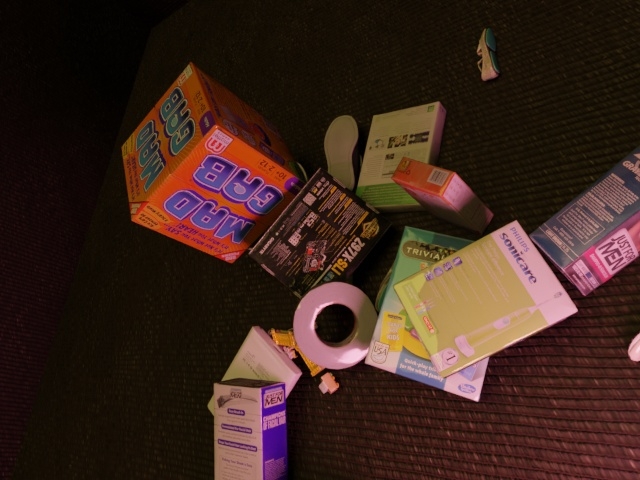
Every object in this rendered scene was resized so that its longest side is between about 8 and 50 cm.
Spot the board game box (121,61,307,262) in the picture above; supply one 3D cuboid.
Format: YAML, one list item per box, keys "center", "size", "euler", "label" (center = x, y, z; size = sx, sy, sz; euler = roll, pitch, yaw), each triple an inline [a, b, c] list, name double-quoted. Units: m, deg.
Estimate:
- center: [-0.324, -0.221, 1.458]
  size: [0.356, 0.356, 0.357]
  euler: [-43, 47, 17]
  label: "board game box"

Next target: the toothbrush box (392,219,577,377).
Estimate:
- center: [0.323, 0.125, 0.993]
  size: [0.283, 0.122, 0.206]
  euler: [-30, 68, 8]
  label: "toothbrush box"

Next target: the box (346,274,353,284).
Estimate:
- center: [0.045, 0.088, 1.432]
  size: [0.109, 0.042, 0.178]
  euler: [-9, 65, 38]
  label: "box"

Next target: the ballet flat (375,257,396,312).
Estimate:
- center: [0.203, 0.090, 1.252]
  size: [0.213, 0.072, 0.068]
  euler: [-59, 18, 1]
  label: "ballet flat"

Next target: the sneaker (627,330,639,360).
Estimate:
- center: [0.630, 0.176, 0.861]
  size: [0.161, 0.057, 0.075]
  euler: [-41, 42, 15]
  label: "sneaker"

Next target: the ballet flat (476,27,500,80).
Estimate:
- center: [0.461, -0.520, 1.363]
  size: [0.052, 0.057, 0.168]
  euler: [-23, 55, 43]
  label: "ballet flat"

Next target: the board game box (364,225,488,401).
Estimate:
- center: [0.273, 0.158, 1.111]
  size: [0.253, 0.079, 0.336]
  euler: [13, 78, 22]
  label: "board game box"

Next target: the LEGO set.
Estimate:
- center: [-0.031, 0.304, 1.377]
  size: [0.287, 0.107, 0.132]
  euler: [22, 120, 41]
  label: "LEGO set"

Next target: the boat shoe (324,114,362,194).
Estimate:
- center: [0.074, -0.255, 1.543]
  size: [0.114, 0.091, 0.303]
  euler: [-2, 65, 19]
  label: "boat shoe"

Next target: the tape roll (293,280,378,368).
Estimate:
- center: [0.038, 0.215, 1.258]
  size: [0.219, 0.219, 0.072]
  euler: [-62, 2, -2]
  label: "tape roll"

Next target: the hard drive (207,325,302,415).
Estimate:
- center: [-0.198, 0.432, 1.408]
  size: [0.203, 0.040, 0.308]
  euler: [40, 109, 32]
  label: "hard drive"

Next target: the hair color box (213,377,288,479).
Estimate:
- center: [-0.187, 0.549, 1.298]
  size: [0.185, 0.110, 0.339]
  euler: [-7, 83, 37]
  label: "hair color box"

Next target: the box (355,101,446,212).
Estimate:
- center: [0.229, -0.235, 1.424]
  size: [0.232, 0.058, 0.322]
  euler: [0, 68, 41]
  label: "box"

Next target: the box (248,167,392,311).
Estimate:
- center: [0.000, 0.000, 1.355]
  size: [0.257, 0.079, 0.322]
  euler: [38, 86, 6]
  label: "box"

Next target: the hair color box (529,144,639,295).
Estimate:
- center: [0.595, -0.060, 0.928]
  size: [0.347, 0.174, 0.105]
  euler: [-44, 46, 16]
  label: "hair color box"

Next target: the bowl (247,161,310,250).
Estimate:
- center: [-0.113, -0.086, 1.572]
  size: [0.311, 0.163, 0.312]
  euler: [-19, 58, 33]
  label: "bowl"

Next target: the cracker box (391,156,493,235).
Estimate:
- center: [0.296, -0.105, 1.172]
  size: [0.155, 0.232, 0.067]
  euler: [29, 88, 45]
  label: "cracker box"
